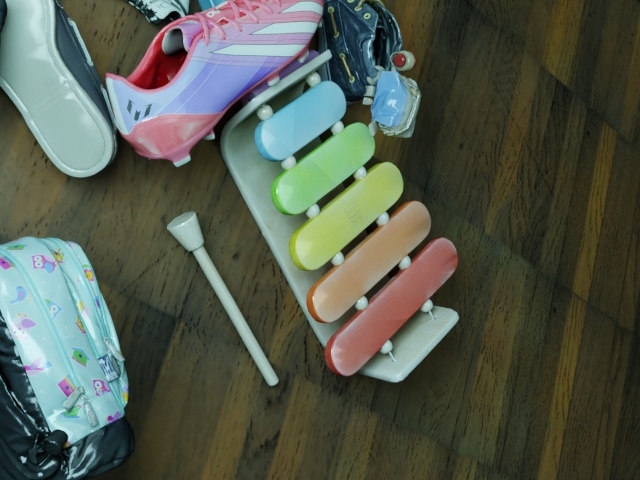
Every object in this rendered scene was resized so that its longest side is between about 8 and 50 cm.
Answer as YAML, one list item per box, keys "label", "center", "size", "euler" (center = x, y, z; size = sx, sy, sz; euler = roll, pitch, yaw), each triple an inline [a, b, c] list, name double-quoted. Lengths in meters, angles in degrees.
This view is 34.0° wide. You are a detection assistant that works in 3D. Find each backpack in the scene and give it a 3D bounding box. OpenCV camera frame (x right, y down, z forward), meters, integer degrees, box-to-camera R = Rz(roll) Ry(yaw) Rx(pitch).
- label: "backpack"
  center: [-0.211, 0.089, 0.762]
  size: [0.115, 0.152, 0.182]
  euler: [-15, 82, -47]

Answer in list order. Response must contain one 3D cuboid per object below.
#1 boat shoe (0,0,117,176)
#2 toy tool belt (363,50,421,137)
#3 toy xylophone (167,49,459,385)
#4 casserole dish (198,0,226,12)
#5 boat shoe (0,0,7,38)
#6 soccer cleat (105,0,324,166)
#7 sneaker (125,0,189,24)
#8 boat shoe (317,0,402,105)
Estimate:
- label: "boat shoe"
  center: [-0.223, -0.148, 0.837]
  size: [0.206, 0.075, 0.065]
  euler: [64, 7, -9]
- label: "toy tool belt"
  center: [0.066, -0.138, 0.981]
  size: [0.051, 0.052, 0.083]
  euler: [-1, 97, -47]
- label: "toy xylophone"
  center: [0.000, 0.000, 0.988]
  size: [0.236, 0.081, 0.323]
  euler: [-49, 116, -34]
- label: "casserole dish"
  center: [-0.084, -0.269, 0.978]
  size: [0.114, 0.037, 0.189]
  euler: [-29, 104, -40]
- label: "boat shoe"
  center: [-0.342, -0.208, 0.672]
  size: [0.340, 0.127, 0.113]
  euler: [34, 71, -37]
- label: "soccer cleat"
  center: [-0.081, -0.166, 0.884]
  size: [0.248, 0.083, 0.095]
  euler: [-49, 137, -28]
- label: "sneaker"
  center: [-0.148, -0.209, 0.915]
  size: [0.083, 0.032, 0.037]
  euler: [4, 82, -41]
- label: "boat shoe"
  center: [0.037, -0.232, 1.049]
  size: [0.065, 0.083, 0.184]
  euler: [-7, 89, -42]
